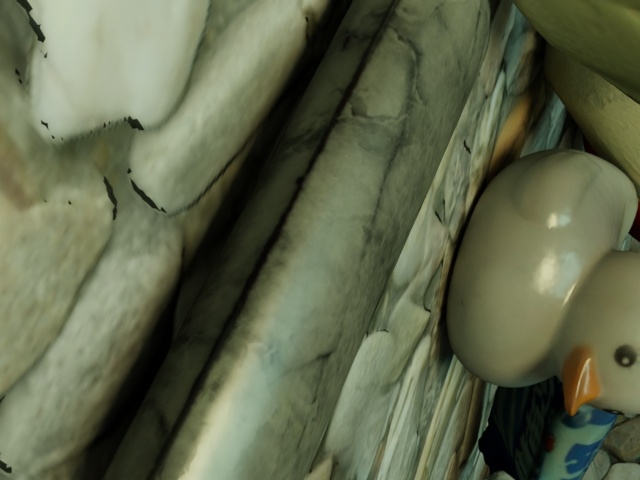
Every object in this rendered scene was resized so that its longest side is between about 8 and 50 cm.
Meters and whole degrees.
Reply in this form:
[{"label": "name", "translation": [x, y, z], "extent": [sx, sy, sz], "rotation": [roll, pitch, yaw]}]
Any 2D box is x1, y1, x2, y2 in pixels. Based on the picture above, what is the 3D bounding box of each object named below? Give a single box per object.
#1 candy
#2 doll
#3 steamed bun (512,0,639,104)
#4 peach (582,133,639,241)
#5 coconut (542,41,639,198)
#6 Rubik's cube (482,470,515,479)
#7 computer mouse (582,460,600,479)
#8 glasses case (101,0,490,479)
[{"label": "candy", "translation": [0.248, 0.154, 0.995], "extent": [0.187, 0.077, 0.331], "rotation": [-114, -145, -49]}, {"label": "doll", "translation": [0.226, 0.040, 0.827], "extent": [0.221, 0.221, 0.251], "rotation": [85, 29, -43]}, {"label": "steamed bun", "translation": [0.244, -0.198, 0.621], "extent": [0.273, 0.290, 0.272], "rotation": [-11, 122, -48]}, {"label": "peach", "translation": [0.494, -0.180, 1.179], "extent": [0.310, 0.335, 0.406], "rotation": [-8, 106, -67]}, {"label": "coconut", "translation": [0.342, -0.159, 0.902], "extent": [0.247, 0.245, 0.245], "rotation": [48, 53, -27]}, {"label": "Rubik's cube", "translation": [0.096, 0.305, 0.588], "extent": [0.207, 0.205, 0.205], "rotation": [-48, -179, 42]}, {"label": "computer mouse", "translation": [0.308, 0.327, 1.273], "extent": [0.184, 0.121, 0.297], "rotation": [79, 18, -55]}, {"label": "glasses case", "translation": [0.000, 0.000, 0.426], "extent": [0.114, 0.060, 0.299], "rotation": [70, 40, -57]}]
